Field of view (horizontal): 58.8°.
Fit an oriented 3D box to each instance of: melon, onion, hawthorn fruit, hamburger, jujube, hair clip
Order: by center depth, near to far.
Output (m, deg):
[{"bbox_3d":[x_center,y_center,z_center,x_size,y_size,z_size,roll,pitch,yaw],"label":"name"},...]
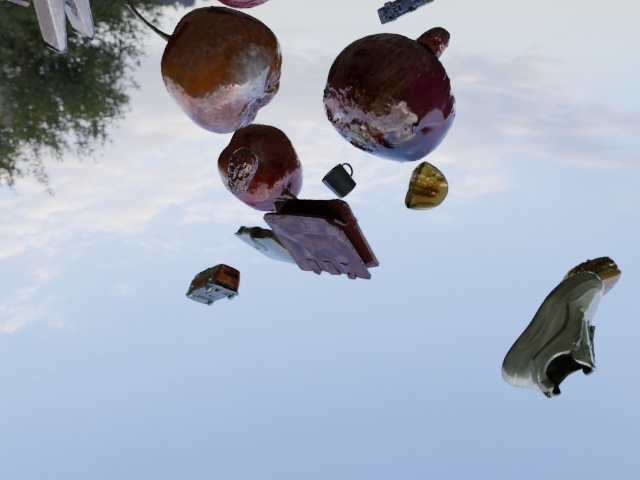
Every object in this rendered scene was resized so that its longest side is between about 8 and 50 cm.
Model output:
[{"bbox_3d":[-0.190,-0.333,1.096,0.231,0.235,0.263,-28,-121,-16],"label":"hawthorn fruit"},{"bbox_3d":[-0.528,-0.539,1.111,0.085,0.330,0.101,35,-127,25],"label":"hair clip"},{"bbox_3d":[0.205,-0.391,1.429,0.348,0.347,0.385,24,-108,45],"label":"onion"},{"bbox_3d":[0.687,0.105,1.454,0.138,0.147,0.083,-14,-122,-7],"label":"hamburger"},{"bbox_3d":[-0.208,-0.181,1.497,0.077,0.129,0.077,15,-151,-9],"label":"jujube"},{"bbox_3d":[0.339,-0.161,1.817,0.128,0.160,0.079,21,180,2],"label":"melon"},{"bbox_3d":[-0.166,-0.213,1.841,0.330,0.287,0.287,42,-131,18],"label":"hawthorn fruit"}]

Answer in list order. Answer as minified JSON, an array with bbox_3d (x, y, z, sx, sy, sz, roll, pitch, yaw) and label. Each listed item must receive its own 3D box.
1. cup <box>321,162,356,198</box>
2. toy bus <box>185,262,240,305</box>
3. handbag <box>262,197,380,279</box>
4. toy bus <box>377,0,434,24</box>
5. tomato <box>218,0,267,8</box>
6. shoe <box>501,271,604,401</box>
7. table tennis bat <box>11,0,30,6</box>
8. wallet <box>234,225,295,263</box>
[{"bbox_3d":[0.063,-0.180,1.659,0.100,0.077,0.078,-49,-165,-18],"label":"cup"},{"bbox_3d":[-0.408,0.169,2.157,0.265,0.121,0.119,-22,-131,50],"label":"toy bus"},{"bbox_3d":[0.000,-0.001,1.562,0.260,0.275,0.084,3,-128,37],"label":"handbag"},{"bbox_3d":[0.270,-0.752,1.815,0.075,0.064,0.191,-32,-164,-34],"label":"toy bus"},{"bbox_3d":[-0.130,-0.383,0.753,0.099,0.173,0.189,-34,-157,15],"label":"tomato"},{"bbox_3d":[0.543,0.217,1.230,0.316,0.124,0.159,-51,-146,0],"label":"shoe"},{"bbox_3d":[-0.822,-0.567,1.406,0.170,0.119,0.107,0,-144,-51],"label":"table tennis bat"},{"bbox_3d":[-0.184,0.023,2.200,0.360,0.252,0.083,7,-112,61],"label":"wallet"}]
